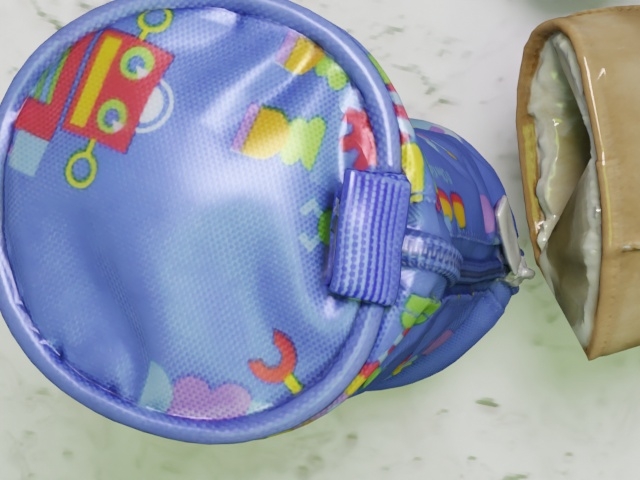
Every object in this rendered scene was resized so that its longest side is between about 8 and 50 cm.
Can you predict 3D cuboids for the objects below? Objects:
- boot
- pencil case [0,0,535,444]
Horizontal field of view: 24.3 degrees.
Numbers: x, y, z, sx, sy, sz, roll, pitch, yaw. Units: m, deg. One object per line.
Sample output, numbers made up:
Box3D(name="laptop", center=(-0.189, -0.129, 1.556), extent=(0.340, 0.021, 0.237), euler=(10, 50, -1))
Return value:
Box3D(name="boot", center=(0.220, 0.012, 0.622), extent=(0.269, 0.089, 0.236), euler=(-9, 91, -21))
Box3D(name="pencil case", center=(0.000, 0.000, 0.512), extent=(0.133, 0.306, 0.119), euler=(4, 88, 12))
